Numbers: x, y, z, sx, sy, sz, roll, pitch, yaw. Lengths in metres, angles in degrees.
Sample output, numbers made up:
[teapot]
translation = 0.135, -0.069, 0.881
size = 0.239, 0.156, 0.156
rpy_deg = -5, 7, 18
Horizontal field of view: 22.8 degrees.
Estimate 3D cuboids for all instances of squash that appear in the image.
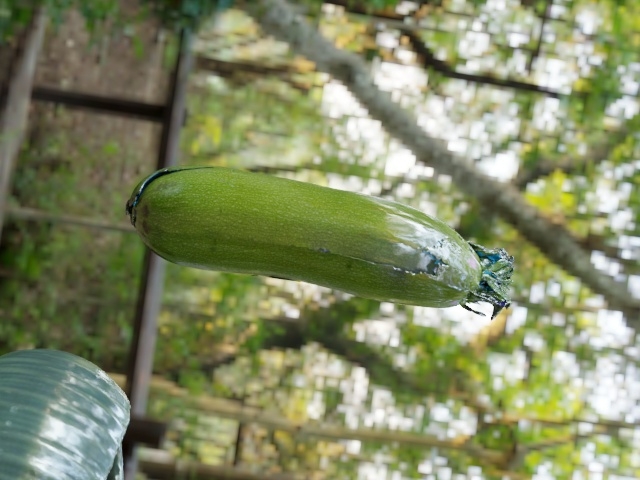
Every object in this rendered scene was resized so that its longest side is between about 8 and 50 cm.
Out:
[squash]
translation = 0.000, 0.000, 0.727
size = 0.052, 0.183, 0.052
rpy_deg = 13, 90, -87

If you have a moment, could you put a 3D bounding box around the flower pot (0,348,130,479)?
[flower pot]
translation = -0.238, 0.194, 1.253
size = 0.243, 0.157, 0.189
rpy_deg = -68, 169, -53
